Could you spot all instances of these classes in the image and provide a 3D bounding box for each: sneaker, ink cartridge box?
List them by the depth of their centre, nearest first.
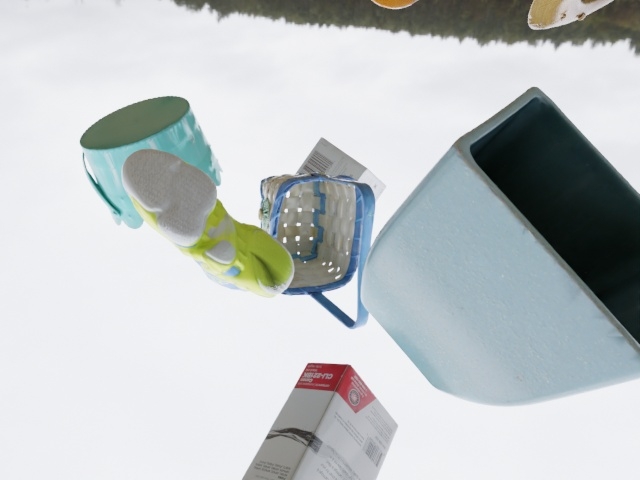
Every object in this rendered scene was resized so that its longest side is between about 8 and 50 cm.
[{"bbox_3d":[-0.150,-0.006,0.701,0.126,0.240,0.091,-23,-151,57],"label":"sneaker"},{"bbox_3d":[0.004,0.386,1.016,0.114,0.197,0.273,-9,-143,42],"label":"ink cartridge box"}]

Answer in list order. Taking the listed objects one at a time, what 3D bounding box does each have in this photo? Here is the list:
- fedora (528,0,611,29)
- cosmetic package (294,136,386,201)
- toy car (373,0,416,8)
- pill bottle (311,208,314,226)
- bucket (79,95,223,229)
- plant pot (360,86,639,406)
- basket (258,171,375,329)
[{"bbox_3d":[0.180,-0.206,0.319,0.194,0.194,0.079,-27,-99,-40],"label":"fedora"},{"bbox_3d":[0.045,-0.135,1.427,0.151,0.151,0.184,38,-173,23],"label":"cosmetic package"},{"bbox_3d":[0.075,-0.273,0.406,0.210,0.219,0.238,27,-105,6],"label":"toy car"},{"bbox_3d":[0.023,-0.119,1.728,0.108,0.193,0.108,7,-140,-6],"label":"pill bottle"},{"bbox_3d":[-0.365,-0.178,1.234,0.281,0.183,0.281,-11,-145,8],"label":"bucket"},{"bbox_3d":[0.188,0.029,0.623,0.247,0.252,0.248,50,-137,4],"label":"plant pot"},{"bbox_3d":[0.000,0.000,1.045,0.201,0.254,0.289,-9,-160,-35],"label":"basket"}]
